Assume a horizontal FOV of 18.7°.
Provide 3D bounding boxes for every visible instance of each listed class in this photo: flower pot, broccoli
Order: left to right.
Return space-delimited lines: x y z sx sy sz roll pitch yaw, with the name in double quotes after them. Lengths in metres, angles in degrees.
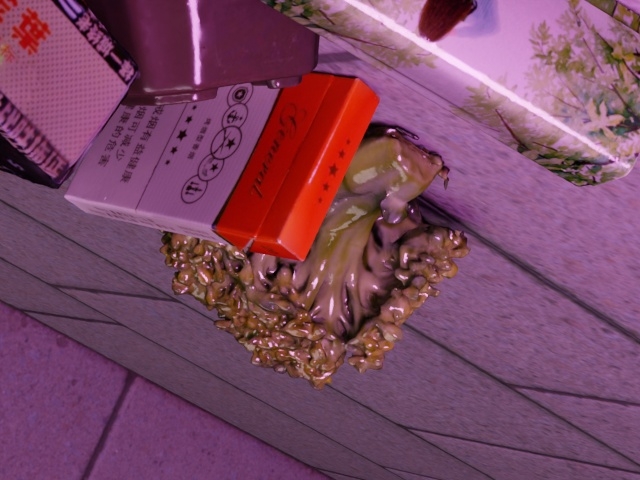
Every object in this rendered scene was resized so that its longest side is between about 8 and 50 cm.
-0.101 -0.126 1.155 0.179 0.084 0.251 -12 -168 -39 "flower pot"
-0.010 0.013 1.533 0.242 0.180 0.273 30 166 -20 "broccoli"

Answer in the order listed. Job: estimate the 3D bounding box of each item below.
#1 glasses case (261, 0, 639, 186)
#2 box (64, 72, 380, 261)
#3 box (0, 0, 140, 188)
0.058 -0.132 1.023 0.272 0.095 0.062 28 165 -19 "glasses case"
-0.077 -0.067 1.436 0.245 0.139 0.035 11 160 43 "box"
-0.266 -0.145 1.074 0.310 0.084 0.198 17 156 43 "box"
